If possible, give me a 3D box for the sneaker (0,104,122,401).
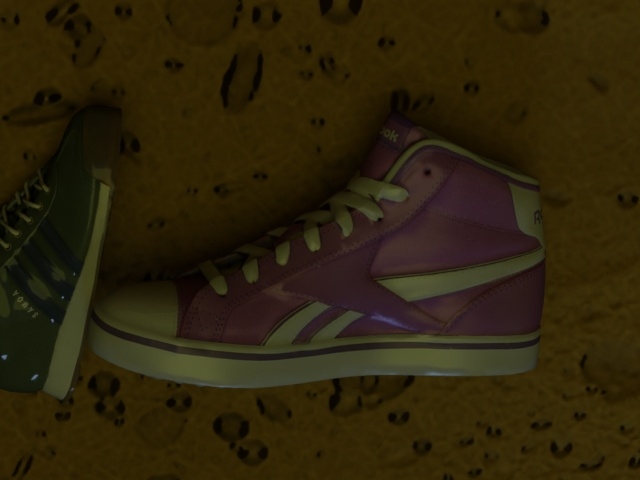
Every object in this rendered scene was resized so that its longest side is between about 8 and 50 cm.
[{"bbox_3d":[-0.176,0.007,0.929,0.086,0.064,0.192,9,111,-14],"label":"sneaker"}]

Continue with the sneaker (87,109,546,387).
[{"bbox_3d":[0.000,0.000,0.935,0.282,0.102,0.161,-3,106,-16],"label":"sneaker"}]
